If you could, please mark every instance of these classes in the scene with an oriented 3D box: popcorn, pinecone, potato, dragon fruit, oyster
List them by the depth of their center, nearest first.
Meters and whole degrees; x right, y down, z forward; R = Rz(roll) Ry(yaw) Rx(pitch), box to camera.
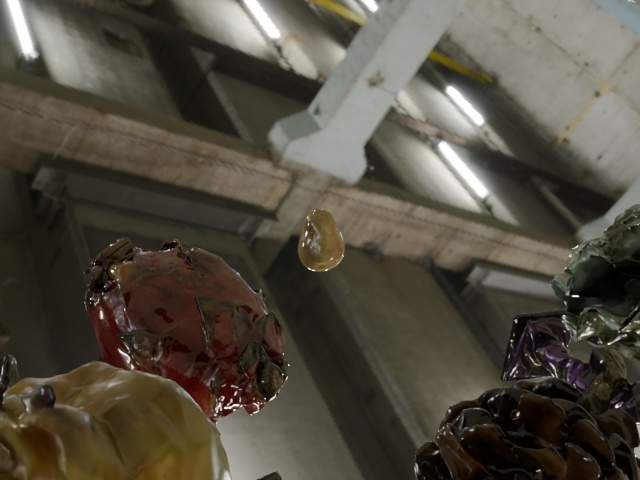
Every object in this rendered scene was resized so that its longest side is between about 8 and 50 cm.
[{"bbox_3d":[-0.153,0.163,0.406,0.253,0.190,0.191,15,-109,-73],"label":"popcorn"},{"bbox_3d":[0.260,0.044,0.534,0.198,0.112,0.268,21,179,11],"label":"oyster"},{"bbox_3d":[0.170,0.204,0.653,0.204,0.179,0.184,37,-125,-43],"label":"pinecone"},{"bbox_3d":[0.000,0.000,1.104,0.068,0.083,0.062,-1,-156,16],"label":"potato"},{"bbox_3d":[-0.197,0.130,1.106,0.315,0.250,0.250,26,-153,-7],"label":"dragon fruit"}]

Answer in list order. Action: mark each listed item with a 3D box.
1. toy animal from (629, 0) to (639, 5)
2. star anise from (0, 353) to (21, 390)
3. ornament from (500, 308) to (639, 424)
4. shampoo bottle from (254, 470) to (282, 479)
[{"bbox_3d":[0.329,-0.238,0.566,0.204,0.156,0.208,-3,180,-26],"label":"toy animal"},{"bbox_3d":[-0.518,0.316,1.234,0.212,0.282,0.129,9,175,-37],"label":"star anise"},{"bbox_3d":[0.276,0.141,0.749,0.081,0.088,0.203,-7,-158,-31],"label":"ornament"},{"bbox_3d":[-0.129,0.414,1.278,0.048,0.137,0.027,60,-173,-77],"label":"shampoo bottle"}]
